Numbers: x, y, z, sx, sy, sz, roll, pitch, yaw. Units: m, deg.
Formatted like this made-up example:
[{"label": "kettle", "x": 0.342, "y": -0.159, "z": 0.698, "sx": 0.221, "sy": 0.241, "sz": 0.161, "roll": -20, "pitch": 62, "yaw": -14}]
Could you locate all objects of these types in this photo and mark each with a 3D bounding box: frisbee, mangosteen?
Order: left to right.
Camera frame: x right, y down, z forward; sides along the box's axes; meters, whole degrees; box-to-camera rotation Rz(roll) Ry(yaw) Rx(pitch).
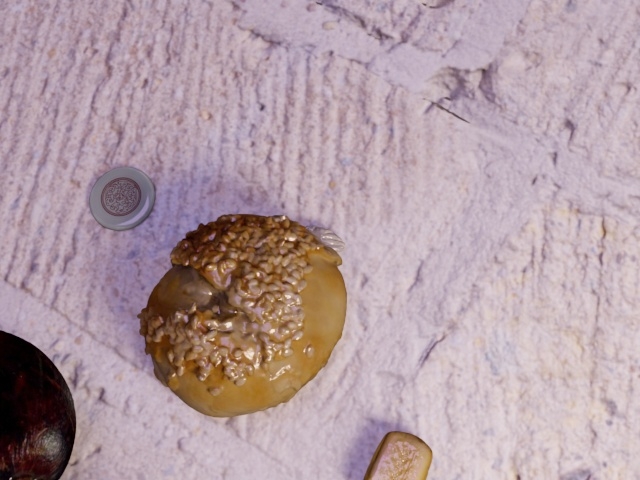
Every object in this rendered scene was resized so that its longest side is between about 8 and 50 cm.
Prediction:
[{"label": "mangosteen", "x": -0.502, "y": 0.262, "z": 1.420, "sx": 0.330, "sy": 0.330, "sz": 0.330, "roll": -2, "pitch": 70, "yaw": 6}, {"label": "frisbee", "x": -0.320, "y": -0.069, "z": 1.663, "sx": 0.110, "sy": 0.014, "sz": 0.110, "roll": -2, "pitch": 71, "yaw": 6}]

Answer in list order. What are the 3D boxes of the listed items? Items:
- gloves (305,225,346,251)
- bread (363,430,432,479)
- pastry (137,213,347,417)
[{"label": "gloves", "x": 0.000, "y": 0.001, "z": 1.594, "sx": 0.081, "sy": 0.037, "sz": 0.044, "roll": 12, "pitch": 108, "yaw": 5}, {"label": "bread", "x": 0.107, "y": 0.327, "z": 1.449, "sx": 0.082, "sy": 0.056, "sz": 0.115, "roll": 19, "pitch": 69, "yaw": 9}, {"label": "pastry", "x": -0.112, "y": 0.096, "z": 1.489, "sx": 0.284, "sy": 0.184, "sz": 0.316, "roll": 39, "pitch": 79, "yaw": 17}]
